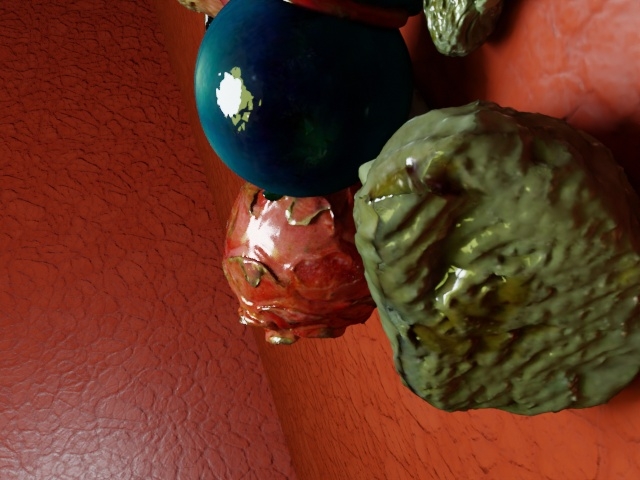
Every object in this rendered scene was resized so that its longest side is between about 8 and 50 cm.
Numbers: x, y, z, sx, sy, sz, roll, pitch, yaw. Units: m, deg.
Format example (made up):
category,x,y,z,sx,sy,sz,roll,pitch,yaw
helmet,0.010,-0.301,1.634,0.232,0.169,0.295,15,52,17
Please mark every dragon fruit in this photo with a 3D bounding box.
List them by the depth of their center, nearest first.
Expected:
category,x,y,z,sx,sy,sz,roll,pitch,yaw
dragon fruit,-0.008,0.006,0.749,0.241,0.241,0.252,-126,28,-53

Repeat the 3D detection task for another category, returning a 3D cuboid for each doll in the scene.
category,x,y,z,sx,sy,sz,roll,pitch,yaw
doll,-0.007,-0.171,0.542,0.186,0.199,0.321,-104,23,-52

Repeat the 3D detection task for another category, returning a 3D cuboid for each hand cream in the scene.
category,x,y,z,sx,sy,sz,roll,pitch,yaw
hand cream,0.086,-0.162,0.666,0.057,0.037,0.165,95,163,-49

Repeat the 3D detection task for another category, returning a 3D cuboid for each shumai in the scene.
category,x,y,z,sx,sy,sz,roll,pitch,yaw
shumai,0.125,-0.188,0.464,0.080,0.083,0.082,-5,131,44
shumai,0.124,-0.005,0.465,0.218,0.189,0.255,-91,-10,-54

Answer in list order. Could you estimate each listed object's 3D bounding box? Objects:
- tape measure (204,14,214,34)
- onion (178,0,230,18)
category,x,y,z,sx,sy,sz,roll,pitch,yaw
tape measure,-0.126,-0.373,1.024,0.202,0.135,0.222,-106,15,-47
onion,-0.081,-0.386,0.690,0.347,0.285,0.347,44,-173,-7
